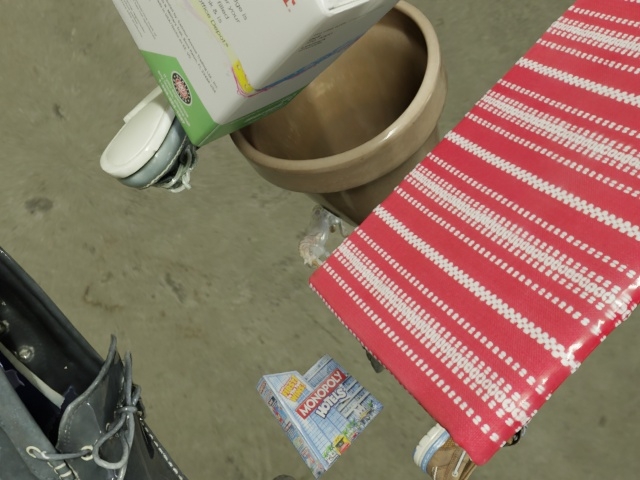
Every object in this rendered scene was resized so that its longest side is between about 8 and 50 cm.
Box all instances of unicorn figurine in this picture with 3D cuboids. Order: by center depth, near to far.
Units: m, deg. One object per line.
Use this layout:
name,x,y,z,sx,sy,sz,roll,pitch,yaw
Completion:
unicorn figurine,0.000,0.000,1.487,0.060,0.111,0.162,-9,62,20

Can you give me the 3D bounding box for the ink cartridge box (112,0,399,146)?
ink cartridge box,-0.060,-0.224,0.773,0.117,0.278,0.201,-29,90,-30

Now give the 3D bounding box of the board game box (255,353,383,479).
board game box,-0.009,0.288,1.733,0.194,0.060,0.194,43,54,8

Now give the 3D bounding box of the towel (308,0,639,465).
towel,0.127,-0.035,0.483,0.275,0.199,0.031,-46,118,-1

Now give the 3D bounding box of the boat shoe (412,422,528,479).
boat shoe,0.183,0.189,1.024,0.183,0.066,0.066,-47,146,-2

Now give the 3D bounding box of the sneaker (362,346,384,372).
sneaker,0.127,0.101,1.372,0.130,0.286,0.109,-24,92,19

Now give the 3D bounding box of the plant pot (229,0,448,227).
plant pot,0.049,-0.132,1.186,0.263,0.263,0.229,-46,142,-7

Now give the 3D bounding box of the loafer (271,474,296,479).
loafer,-0.026,0.256,0.843,0.080,0.220,0.078,-43,74,4

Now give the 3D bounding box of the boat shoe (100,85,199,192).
boat shoe,-0.164,-0.110,1.075,0.116,0.319,0.099,-40,107,7

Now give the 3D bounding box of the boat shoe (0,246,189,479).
boat shoe,-0.251,0.184,0.980,0.156,0.187,0.500,-35,107,17
